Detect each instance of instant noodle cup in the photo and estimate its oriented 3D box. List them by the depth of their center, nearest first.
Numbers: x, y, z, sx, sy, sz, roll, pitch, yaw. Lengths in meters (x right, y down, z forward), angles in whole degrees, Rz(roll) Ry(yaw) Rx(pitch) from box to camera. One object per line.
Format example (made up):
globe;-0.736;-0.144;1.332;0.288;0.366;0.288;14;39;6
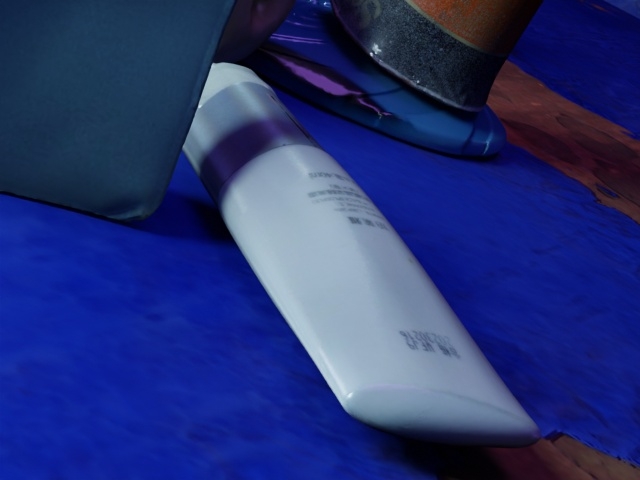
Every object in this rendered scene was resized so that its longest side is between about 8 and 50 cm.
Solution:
instant noodle cup;0.093;-0.169;0.887;0.127;0.135;0.127;30;26;-16

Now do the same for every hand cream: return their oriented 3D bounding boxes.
hand cream;0.000;0.000;0.551;0.079;0.048;0.255;10;26;-28

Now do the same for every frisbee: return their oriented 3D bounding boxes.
frisbee;0.020;-0.129;0.951;0.242;0.045;0.242;22;18;-7

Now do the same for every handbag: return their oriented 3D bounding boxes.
handbag;-0.132;-0.097;0.479;0.221;0.144;0.057;15;22;-35

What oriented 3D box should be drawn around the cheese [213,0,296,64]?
cheese;-0.109;-0.174;0.777;0.218;0.117;0.235;23;17;-14
